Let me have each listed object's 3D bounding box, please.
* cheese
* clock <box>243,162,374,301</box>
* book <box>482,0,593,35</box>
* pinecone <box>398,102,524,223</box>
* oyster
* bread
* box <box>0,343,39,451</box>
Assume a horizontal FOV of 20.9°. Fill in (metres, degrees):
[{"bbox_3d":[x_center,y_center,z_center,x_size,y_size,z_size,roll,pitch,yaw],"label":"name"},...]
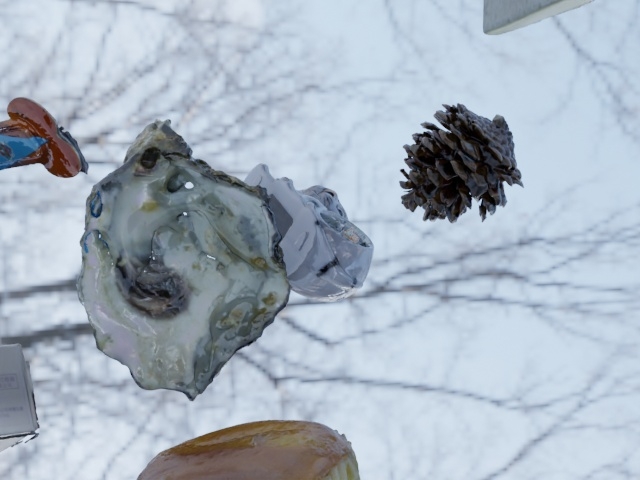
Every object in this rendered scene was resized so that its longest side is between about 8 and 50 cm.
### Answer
[{"bbox_3d":[-0.307,-0.078,1.532,0.256,0.037,0.106,-7,-54,39],"label":"cheese"},{"bbox_3d":[0.000,-0.001,1.720,0.080,0.117,0.176,-58,-140,17],"label":"clock"},{"bbox_3d":[0.189,-0.381,1.475,0.269,0.032,0.389,172,-81,-77],"label":"book"},{"bbox_3d":[0.177,-0.095,2.246,0.173,0.173,0.174,3,-86,57],"label":"pinecone"},{"bbox_3d":[-0.135,0.024,1.633,0.214,0.083,0.223,37,-85,7],"label":"oyster"},{"bbox_3d":[-0.057,0.205,1.374,0.190,0.132,0.114,-6,-68,25],"label":"bread"},{"bbox_3d":[-0.434,0.183,1.702,0.203,0.251,0.106,-31,-112,50],"label":"box"}]
